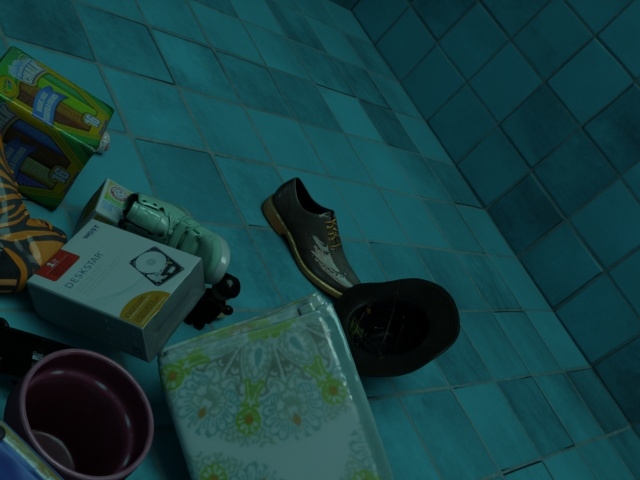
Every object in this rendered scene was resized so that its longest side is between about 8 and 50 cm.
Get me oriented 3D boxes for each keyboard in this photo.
[{"bbox_3d":[-0.449,0.200,1.180,0.192,0.038,0.100,36,47,-52],"label":"keyboard"}]

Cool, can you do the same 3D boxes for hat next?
[{"bbox_3d":[0.172,0.238,1.812,0.331,0.331,0.134,-93,170,-50],"label":"hat"}]

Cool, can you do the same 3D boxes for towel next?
[{"bbox_3d":[-0.074,0.306,1.266,0.320,0.090,0.375,-18,82,-11],"label":"towel"}]

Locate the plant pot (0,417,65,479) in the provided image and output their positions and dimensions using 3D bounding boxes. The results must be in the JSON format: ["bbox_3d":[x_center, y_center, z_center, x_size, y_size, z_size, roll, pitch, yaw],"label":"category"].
[{"bbox_3d":[-0.415,0.358,0.874,0.236,0.212,0.236,45,28,-1],"label":"plant pot"}]

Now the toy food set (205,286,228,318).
[{"bbox_3d":[-0.231,0.131,1.596,0.082,0.020,0.083,11,45,-46],"label":"toy food set"}]

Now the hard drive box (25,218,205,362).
[{"bbox_3d":[-0.342,0.081,1.288,0.232,0.089,0.181,18,46,17],"label":"hard drive box"}]

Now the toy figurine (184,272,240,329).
[{"bbox_3d":[-0.215,0.175,1.428,0.213,0.148,0.210,-5,56,-55],"label":"toy figurine"}]

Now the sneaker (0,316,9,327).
[{"bbox_3d":[-0.540,0.151,1.106,0.067,0.078,0.188,51,30,10],"label":"sneaker"}]

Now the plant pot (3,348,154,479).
[{"bbox_3d":[-0.365,0.284,1.063,0.201,0.180,0.201,33,31,-23],"label":"plant pot"}]

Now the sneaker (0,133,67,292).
[{"bbox_3d":[-0.546,-0.054,1.316,0.180,0.124,0.321,19,57,-50],"label":"sneaker"}]

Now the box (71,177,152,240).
[{"bbox_3d":[-0.373,-0.012,1.504,0.203,0.103,0.114,31,32,-25],"label":"box"}]

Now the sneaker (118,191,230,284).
[{"bbox_3d":[-0.273,-0.005,1.367,0.151,0.094,0.256,20,11,-42],"label":"sneaker"}]

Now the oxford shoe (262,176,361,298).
[{"bbox_3d":[0.000,0.000,1.944,0.364,0.132,0.130,51,29,8],"label":"oxford shoe"}]

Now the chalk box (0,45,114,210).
[{"bbox_3d":[-0.575,-0.230,1.437,0.288,0.179,0.180,32,31,-24],"label":"chalk box"}]

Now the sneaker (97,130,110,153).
[{"bbox_3d":[-0.498,-0.214,1.647,0.070,0.051,0.134,34,27,-11],"label":"sneaker"}]
